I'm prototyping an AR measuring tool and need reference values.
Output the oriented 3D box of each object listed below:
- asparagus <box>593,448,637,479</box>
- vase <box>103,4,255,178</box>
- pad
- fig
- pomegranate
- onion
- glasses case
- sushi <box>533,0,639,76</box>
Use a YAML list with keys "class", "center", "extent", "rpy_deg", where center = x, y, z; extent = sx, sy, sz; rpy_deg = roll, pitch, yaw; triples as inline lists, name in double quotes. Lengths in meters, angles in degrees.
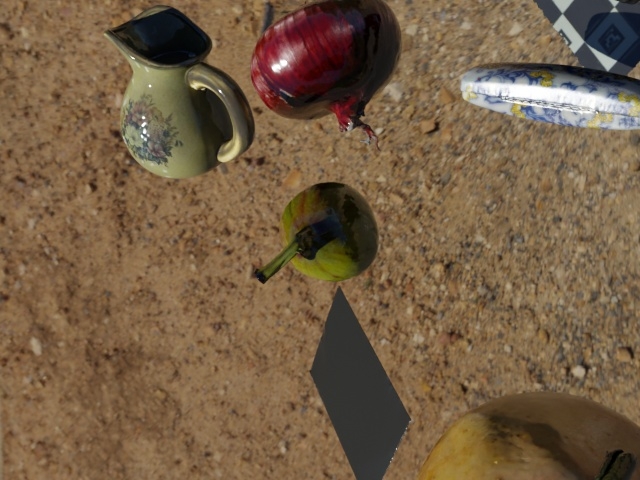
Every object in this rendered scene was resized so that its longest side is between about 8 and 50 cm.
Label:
- class: "asparagus"
  center: [0.169, 0.214, 0.503]
  extent: [0.023, 0.233, 0.022]
  rpy_deg: [43, 135, 13]
- class: "vase"
  center: [-0.257, -0.276, 1.477]
  extent: [0.329, 0.241, 0.302]
  rpy_deg: [24, 136, 29]
- class: "pad"
  center: [0.066, 0.300, 1.482]
  extent: [0.007, 0.367, 0.247]
  rpy_deg: [2, 125, -25]
- class: "fig"
  center: [-0.001, -0.014, 1.028]
  extent: [0.148, 0.186, 0.142]
  rpy_deg: [-12, 80, 16]
- class: "pomegranate"
  center: [0.252, 0.323, 0.771]
  extent: [0.338, 0.338, 0.338]
  rpy_deg: [7, 110, 19]
- class: "onion"
  center: [0.023, -0.283, 1.273]
  extent: [0.273, 0.273, 0.285]
  rpy_deg: [-24, 86, 26]
- class: "glasses case"
  center: [0.296, -0.181, 0.917]
  extent: [0.248, 0.087, 0.065]
  rpy_deg: [15, 123, 33]
- class: "sushi"
  center: [0.389, -0.446, 1.002]
  extent: [0.343, 0.064, 0.359]
  rpy_deg: [-54, 51, 43]
